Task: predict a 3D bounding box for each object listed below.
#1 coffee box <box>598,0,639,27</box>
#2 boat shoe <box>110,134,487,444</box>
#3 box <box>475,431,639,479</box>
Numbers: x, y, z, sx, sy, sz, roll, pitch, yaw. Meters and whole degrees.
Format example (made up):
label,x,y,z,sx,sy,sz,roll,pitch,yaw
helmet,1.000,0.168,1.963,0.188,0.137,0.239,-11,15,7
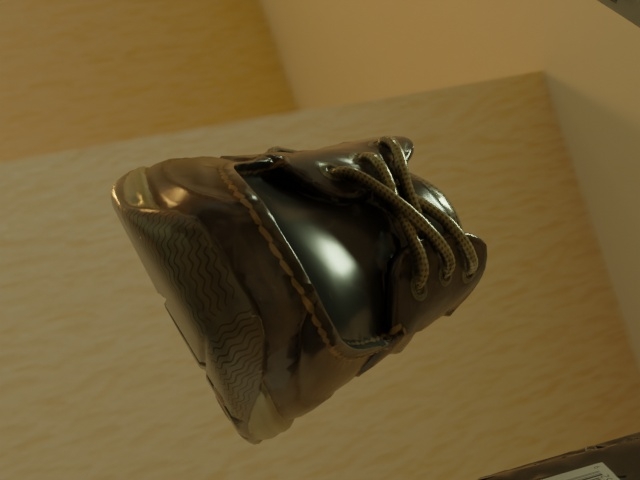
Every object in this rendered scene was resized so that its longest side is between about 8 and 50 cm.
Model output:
label,x,y,z,sx,sy,sz,roll,pitch,yaw
coffee box,0.312,-0.169,0.905,0.246,0.141,0.098,38,-33,21
boat shoe,0.000,0.000,0.649,0.132,0.130,0.355,59,3,1
box,0.177,0.182,0.522,0.247,0.163,0.142,-131,-153,-70
